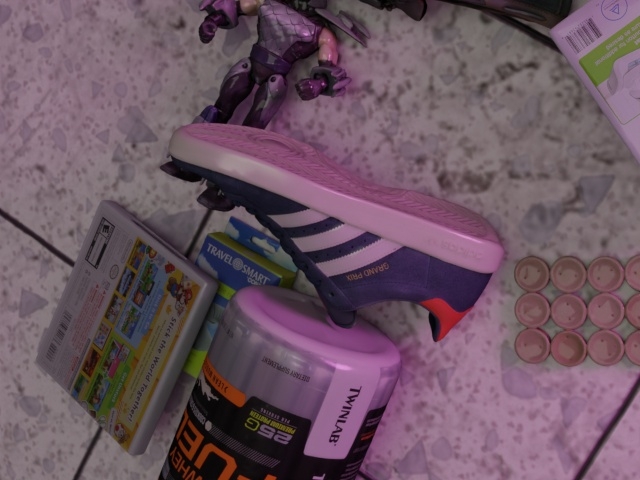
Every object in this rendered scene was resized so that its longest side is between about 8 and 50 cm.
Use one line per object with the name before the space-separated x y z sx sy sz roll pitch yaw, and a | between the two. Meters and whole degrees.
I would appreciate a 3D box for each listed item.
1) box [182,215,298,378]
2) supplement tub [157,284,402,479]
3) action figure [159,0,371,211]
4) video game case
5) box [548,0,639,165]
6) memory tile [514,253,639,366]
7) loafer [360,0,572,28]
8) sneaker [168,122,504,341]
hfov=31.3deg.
box | -0.102 0.075 1.286 0.109 0.042 0.178 29 105 20
supplement tub | -0.056 0.222 1.192 0.194 0.194 0.315 26 103 21
action figure | -0.064 -0.174 1.227 0.185 0.099 0.285 34 103 24
video game case | -0.230 0.098 1.326 0.206 0.026 0.227 35 106 35
box | 0.381 -0.167 1.010 0.262 0.127 0.231 -37 79 21
memory tile | 0.266 0.070 1.137 0.148 0.012 0.113 -1 93 24
loafer | 0.117 -0.251 1.137 0.268 0.096 0.084 4 108 15
sneaker | 0.000 0.000 1.143 0.350 0.131 0.148 23 110 -2
